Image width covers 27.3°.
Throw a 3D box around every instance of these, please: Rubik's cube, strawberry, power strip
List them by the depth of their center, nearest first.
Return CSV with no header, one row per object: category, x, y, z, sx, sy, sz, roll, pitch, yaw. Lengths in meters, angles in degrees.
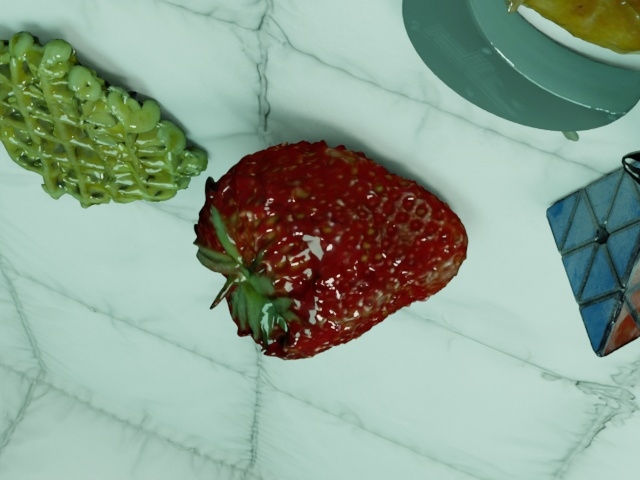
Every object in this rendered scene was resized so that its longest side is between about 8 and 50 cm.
power strip,0.169,-0.171,1.152,0.253,0.054,0.168,41,153,-27
Rubik's cube,0.274,0.013,1.317,0.178,0.190,0.211,24,156,49
strawberry,0.002,0.004,1.488,0.261,0.258,0.261,43,151,31

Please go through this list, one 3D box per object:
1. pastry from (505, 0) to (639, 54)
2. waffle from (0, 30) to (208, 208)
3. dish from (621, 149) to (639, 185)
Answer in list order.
pastry,0.225,-0.222,0.923,0.236,0.120,0.257,15,153,22
waffle,-0.306,-0.136,1.638,0.297,0.073,0.317,-6,139,48
dish,0.414,-0.045,1.063,0.303,0.120,0.303,25,163,9
